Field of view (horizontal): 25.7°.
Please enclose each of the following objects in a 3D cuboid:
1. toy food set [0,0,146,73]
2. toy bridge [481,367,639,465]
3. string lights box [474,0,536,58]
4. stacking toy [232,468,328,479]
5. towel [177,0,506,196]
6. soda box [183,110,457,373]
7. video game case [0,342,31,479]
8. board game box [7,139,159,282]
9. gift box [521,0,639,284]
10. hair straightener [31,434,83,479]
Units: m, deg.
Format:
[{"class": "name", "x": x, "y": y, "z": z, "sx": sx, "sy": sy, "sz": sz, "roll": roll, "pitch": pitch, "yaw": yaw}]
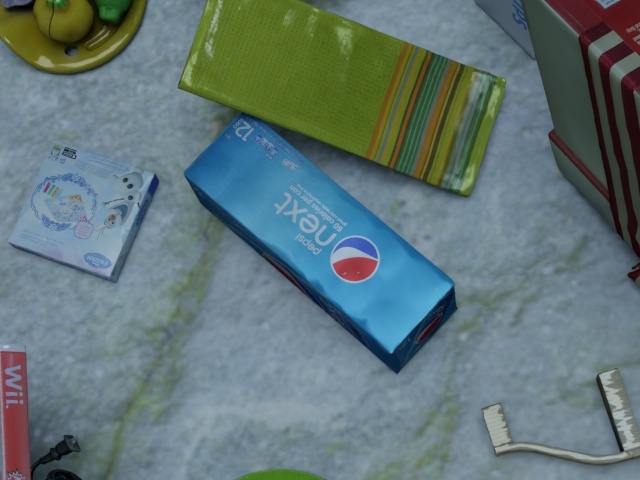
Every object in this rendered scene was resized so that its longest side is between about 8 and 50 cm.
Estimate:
[{"class": "toy food set", "x": -0.202, "y": -0.248, "z": 1.140, "sx": 0.128, "sy": 0.071, "sz": 0.218, "roll": 7, "pitch": 72, "yaw": 9}, {"class": "toy bridge", "x": 0.212, "y": 0.123, "z": 0.987, "sx": 0.188, "sy": 0.026, "sz": 0.063, "roll": -16, "pitch": 73, "yaw": 2}, {"class": "string lights box", "x": 0.237, "y": -0.265, "z": 1.056, "sx": 0.259, "sy": 0.133, "sz": 0.077, "roll": -39, "pitch": 72, "yaw": -7}, {"class": "stacking toy", "x": 0.002, "y": 0.319, "z": 0.934, "sx": 0.309, "sy": 0.130, "sz": 0.279, "roll": 17, "pitch": 49, "yaw": 10}, {"class": "towel", "x": 0.020, "y": -0.118, "z": 1.048, "sx": 0.237, "sy": 0.021, "sz": 0.102, "roll": 20, "pitch": 73, "yaw": -11}, {"class": "soda box", "x": 0.000, "y": 0.000, "z": 1.033, "sx": 0.210, "sy": 0.067, "sz": 0.071, "roll": 40, "pitch": 80, "yaw": 18}, {"class": "video game case", "x": -0.256, "y": 0.226, "z": 0.937, "sx": 0.204, "sy": 0.025, "sz": 0.285, "roll": -18, "pitch": 72, "yaw": 43}, {"class": "board game box", "x": -0.184, "y": -0.023, "z": 1.090, "sx": 0.090, "sy": 0.020, "sz": 0.090, "roll": 19, "pitch": 74, "yaw": 13}, {"class": "gift box", "x": 0.295, "y": -0.111, "z": 0.941, "sx": 0.255, "sy": 0.258, "sz": 0.276, "roll": -29, "pitch": 51, "yaw": -1}, {"class": "hair straightener", "x": -0.197, "y": 0.173, "z": 0.981, "sx": 0.230, "sy": 0.047, "sz": 0.089, "roll": 26, "pitch": 75, "yaw": 36}]
